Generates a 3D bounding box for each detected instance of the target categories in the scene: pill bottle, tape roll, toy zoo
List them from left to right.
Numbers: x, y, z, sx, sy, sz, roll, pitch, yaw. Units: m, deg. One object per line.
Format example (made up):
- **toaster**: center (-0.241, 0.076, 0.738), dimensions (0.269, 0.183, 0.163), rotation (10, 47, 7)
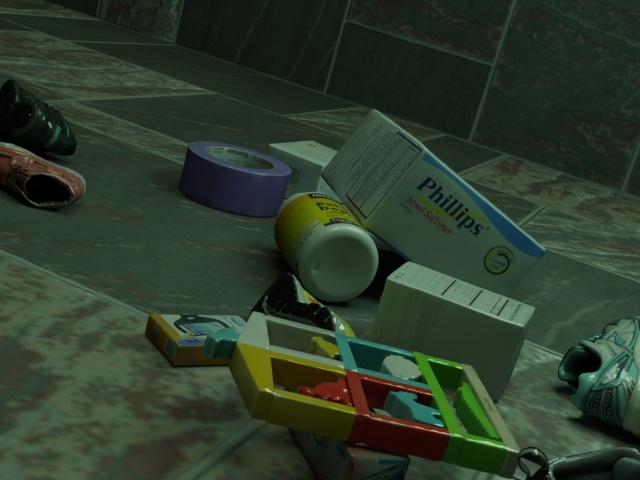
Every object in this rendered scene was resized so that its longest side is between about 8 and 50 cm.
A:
- **tape roll**: center (-0.152, -0.111, 1.747), dimensions (0.189, 0.080, 0.189), rotation (14, 16, -4)
- **pill bottle**: center (0.000, 0.000, 1.444), dimensions (0.117, 0.117, 0.215), rotation (10, 17, -20)
- **toy zoo**: center (0.030, 0.138, 0.945), dimensions (0.293, 0.030, 0.192), rotation (15, 15, -10)

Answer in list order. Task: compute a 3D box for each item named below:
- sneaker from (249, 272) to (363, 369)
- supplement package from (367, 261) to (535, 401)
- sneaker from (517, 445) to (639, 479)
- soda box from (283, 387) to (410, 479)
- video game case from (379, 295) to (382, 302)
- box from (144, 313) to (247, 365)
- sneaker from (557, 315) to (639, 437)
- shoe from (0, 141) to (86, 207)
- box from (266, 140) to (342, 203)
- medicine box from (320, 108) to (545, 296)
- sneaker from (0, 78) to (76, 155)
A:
- **sneaker**: center (-0.014, 0.109, 1.164), dimensions (0.094, 0.081, 0.208), rotation (39, -1, -29)
- **supplement package**: center (0.166, 0.112, 1.247), dimensions (0.179, 0.105, 0.105), rotation (21, 16, 15)
- **sneaker**: center (0.258, 0.255, 0.759), dimensions (0.269, 0.153, 0.101), rotation (19, 16, 10)
- **soda box**: center (0.018, 0.185, 0.944), dimensions (0.063, 0.058, 0.183), rotation (9, 18, -23)
- **video game case**: center (0.156, 0.108, 1.424), dimensions (0.122, 0.011, 0.087), rotation (8, 18, -26)
- **box**: center (-0.121, 0.112, 1.114), dimensions (0.136, 0.028, 0.081), rotation (2, 21, -36)
- **sneaker**: center (0.381, 0.158, 1.300), dimensions (0.122, 0.110, 0.283), rotation (15, 15, 8)
- **shoe**: center (-0.439, -0.097, 1.448), dimensions (0.178, 0.063, 0.081), rotation (19, 10, -5)
- **box**: center (-0.017, -0.131, 1.924), dimensions (0.130, 0.091, 0.170), rotation (23, 18, 25)
- **medicine box**: center (0.169, -0.049, 1.554), dimensions (0.263, 0.149, 0.289), rotation (37, 8, -22)
- **sneaker**: center (-0.519, -0.208, 1.746), dimensions (0.106, 0.101, 0.267), rotation (32, 2, -39)
